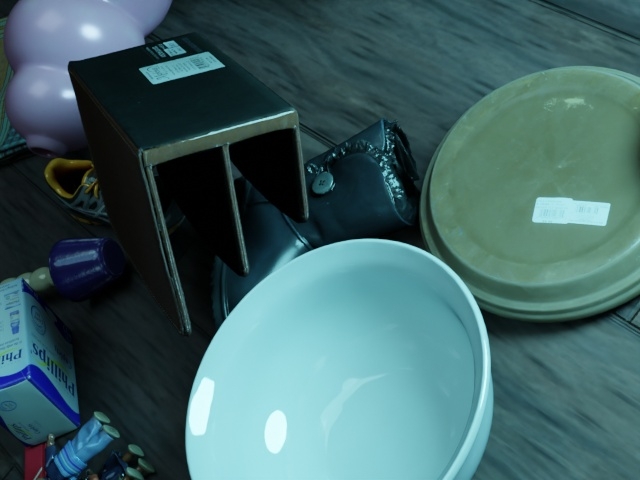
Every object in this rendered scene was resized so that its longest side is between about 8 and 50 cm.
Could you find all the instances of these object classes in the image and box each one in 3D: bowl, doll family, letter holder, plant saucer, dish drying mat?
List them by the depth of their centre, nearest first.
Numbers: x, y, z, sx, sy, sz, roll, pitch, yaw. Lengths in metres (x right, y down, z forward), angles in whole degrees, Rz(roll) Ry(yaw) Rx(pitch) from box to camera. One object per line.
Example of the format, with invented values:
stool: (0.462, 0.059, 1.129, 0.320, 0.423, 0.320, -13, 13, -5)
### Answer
bowl: (0.037, 0.159, 1.096, 0.297, 0.134, 0.298, -17, 54, 25)
plant saucer: (0.220, -0.055, 1.150, 0.277, 0.041, 0.278, -12, 58, 19)
letter holder: (-0.132, -0.061, 1.250, 0.152, 0.214, 0.302, -17, 28, -17)
doll family: (-0.227, 0.265, 1.251, 0.111, 0.076, 0.193, -47, 43, 6)
dish drying mat: (-0.316, 0.240, 1.364, 0.032, 0.008, 0.083, -24, 52, 21)

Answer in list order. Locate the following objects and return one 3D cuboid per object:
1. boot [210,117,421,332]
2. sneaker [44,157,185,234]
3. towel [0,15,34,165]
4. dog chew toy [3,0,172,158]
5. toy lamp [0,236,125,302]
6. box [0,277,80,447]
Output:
boot: (0.000, 0.000, 1.243, 0.207, 0.094, 0.247, -19, 48, 28)
sneaker: (-0.240, -0.055, 1.446, 0.214, 0.083, 0.084, 4, 64, 34)
towel: (-0.526, -0.194, 1.750, 0.370, 0.040, 0.272, -14, 57, 26)
dog chew toy: (-0.306, -0.264, 1.548, 0.206, 0.206, 0.332, 3, 72, 35)
toy lamp: (-0.354, 0.056, 1.457, 0.274, 0.080, 0.080, -19, 54, 25)
box: (-0.326, 0.135, 1.351, 0.072, 0.126, 0.137, -19, 53, 6)
